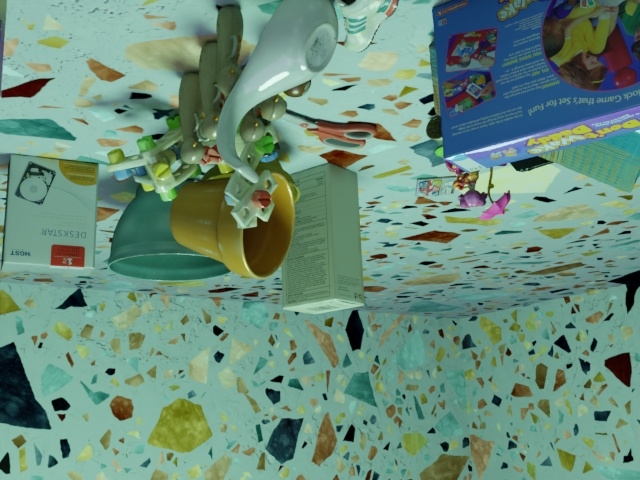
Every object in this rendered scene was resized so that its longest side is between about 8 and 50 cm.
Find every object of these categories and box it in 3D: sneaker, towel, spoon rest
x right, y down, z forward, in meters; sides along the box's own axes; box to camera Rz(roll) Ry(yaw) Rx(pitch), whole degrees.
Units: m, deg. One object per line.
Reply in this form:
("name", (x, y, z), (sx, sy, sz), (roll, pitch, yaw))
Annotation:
("sneaker", (0.304, -0.211, 1.486), (0.192, 0.064, 0.086), (-3, 165, 32))
("towel", (0.353, -0.201, 1.268), (0.370, 0.040, 0.271), (25, 171, 15))
("spoon rest", (-0.062, -0.219, 1.067), (0.084, 0.276, 0.137), (25, 173, 28))
("sneaker", (0.052, -0.318, 1.076), (0.075, 0.057, 0.161), (18, 161, -14))

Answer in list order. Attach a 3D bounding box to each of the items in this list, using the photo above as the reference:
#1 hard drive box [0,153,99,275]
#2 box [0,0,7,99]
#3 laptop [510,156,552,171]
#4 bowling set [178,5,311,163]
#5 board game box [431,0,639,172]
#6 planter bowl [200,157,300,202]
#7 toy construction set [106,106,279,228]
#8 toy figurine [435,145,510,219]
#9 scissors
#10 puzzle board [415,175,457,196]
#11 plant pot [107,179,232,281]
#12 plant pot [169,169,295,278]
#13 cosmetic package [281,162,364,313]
("hard drive box", (-0.565, -0.049, 1.645), (0.181, 0.232, 0.089), (4, 164, -25))
("box", (-0.480, -0.269, 0.848), (0.117, 0.214, 0.243), (-14, 162, 38))
("laptop", (0.483, -0.231, 1.537), (0.234, 0.137, 0.264), (-16, -174, 44))
("bowling set", (-0.100, -0.220, 1.210), (0.199, 0.154, 0.287), (3, 165, -20))
("board game box", (0.322, -0.245, 1.021), (0.347, 0.233, 0.078), (-12, 162, 35))
("planter bowl", (-0.150, -0.137, 1.634), (0.217, 0.090, 0.217), (-1, 160, 0))
("toy construction set", (-0.195, -0.139, 1.366), (0.327, 0.151, 0.215), (20, -139, 33))
("toy figurine", (0.332, -0.122, 1.642), (0.173, 0.159, 0.130), (-3, 165, 7))
("scissors", (-0.024, -0.215, 1.502), (0.297, 0.021, 0.109), (5, 166, -32))
("puzzle board", (0.280, -0.128, 1.904), (0.096, 0.011, 0.128), (-3, 166, 4))
("plant pot", (-0.343, -0.028, 1.832), (0.293, 0.196, 0.293), (-1, 166, 0))
("plant pot", (-0.178, -0.041, 1.516), (0.188, 0.205, 0.205), (9, 171, 25))
("cosmetic package", (0.000, 0.000, 1.768), (0.160, 0.310, 0.113), (-12, 162, 38))
